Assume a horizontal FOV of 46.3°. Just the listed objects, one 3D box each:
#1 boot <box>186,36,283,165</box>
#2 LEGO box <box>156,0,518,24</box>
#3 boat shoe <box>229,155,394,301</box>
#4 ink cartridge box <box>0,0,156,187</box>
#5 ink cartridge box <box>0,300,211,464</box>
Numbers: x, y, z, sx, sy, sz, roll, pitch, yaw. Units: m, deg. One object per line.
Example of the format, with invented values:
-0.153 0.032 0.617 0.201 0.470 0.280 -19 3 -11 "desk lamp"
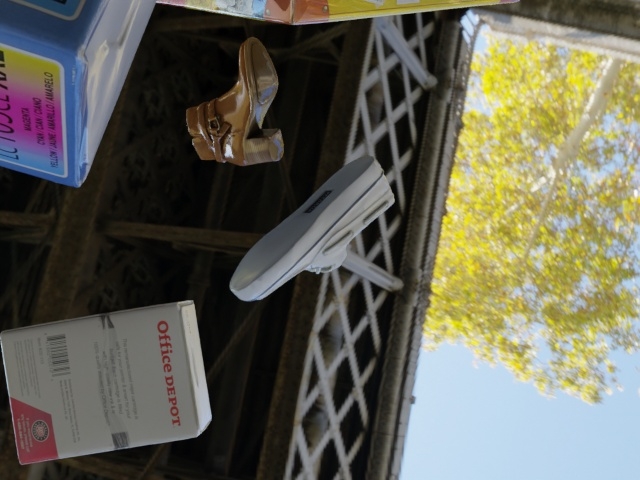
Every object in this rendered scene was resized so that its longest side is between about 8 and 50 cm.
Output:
-0.144 -0.211 1.166 0.152 0.073 0.197 4 -72 30 "boot"
0.026 -0.466 1.157 0.372 0.500 0.193 24 -58 42 "LEGO box"
0.000 0.000 0.959 0.258 0.084 0.095 -42 -156 -15 "boat shoe"
-0.297 -0.224 0.453 0.395 0.151 0.270 16 -121 -8 "ink cartridge box"
-0.327 0.217 1.170 0.283 0.117 0.207 -9 -92 2 "ink cartridge box"
